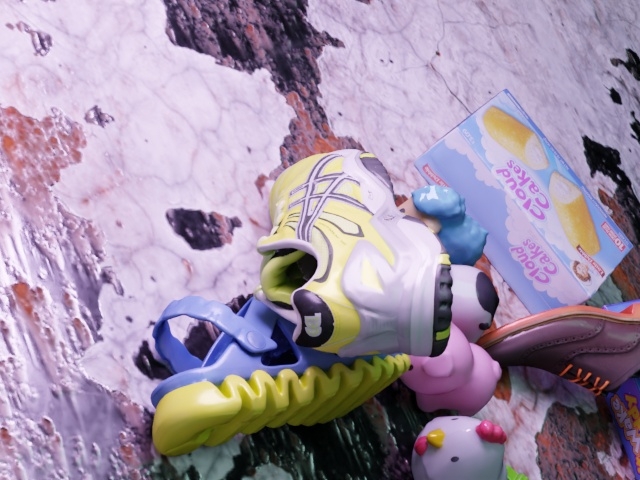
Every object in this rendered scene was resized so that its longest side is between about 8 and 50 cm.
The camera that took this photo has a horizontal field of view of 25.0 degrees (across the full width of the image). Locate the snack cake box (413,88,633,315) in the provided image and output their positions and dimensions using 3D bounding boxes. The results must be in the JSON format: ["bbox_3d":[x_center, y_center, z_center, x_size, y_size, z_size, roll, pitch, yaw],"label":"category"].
[{"bbox_3d":[0.256,-0.043,1.807,0.264,0.089,0.152,51,39,-1],"label":"snack cake box"}]

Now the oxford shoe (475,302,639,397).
[{"bbox_3d":[0.309,0.132,1.678,0.271,0.097,0.098,-4,72,-13],"label":"oxford shoe"}]

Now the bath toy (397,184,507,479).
[{"bbox_3d":[0.135,0.114,1.547,0.151,0.129,0.348,7,55,-15],"label":"bath toy"}]

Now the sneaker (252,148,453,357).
[{"bbox_3d":[0.000,0.000,1.397,0.147,0.145,0.385,-3,17,-17],"label":"sneaker"}]

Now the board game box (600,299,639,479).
[{"bbox_3d":[0.491,0.231,1.773,0.233,0.078,0.347,-9,66,-21],"label":"board game box"}]

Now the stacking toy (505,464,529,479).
[{"bbox_3d":[0.227,0.367,1.516,0.221,0.052,0.167,49,40,0],"label":"stacking toy"}]

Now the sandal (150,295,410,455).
[{"bbox_3d":[-0.041,0.110,1.398,0.317,0.126,0.138,-2,59,-45],"label":"sandal"}]
